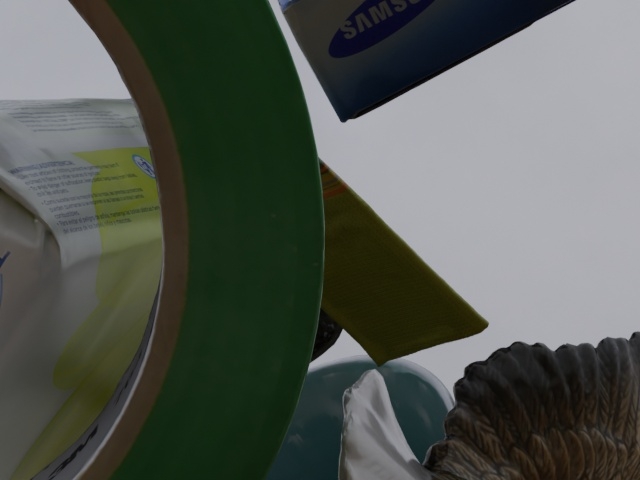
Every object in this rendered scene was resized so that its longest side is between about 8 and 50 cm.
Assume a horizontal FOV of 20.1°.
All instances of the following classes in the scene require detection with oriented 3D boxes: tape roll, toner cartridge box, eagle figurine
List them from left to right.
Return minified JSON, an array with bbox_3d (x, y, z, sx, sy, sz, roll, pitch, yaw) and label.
[{"bbox_3d":[-0.160,-0.003,0.570,0.321,0.321,0.077,-9,7,-4],"label":"tape roll"},{"bbox_3d":[0.093,0.162,0.847,0.298,0.225,0.226,2,-80,-12],"label":"eagle figurine"},{"bbox_3d":[0.137,-0.200,0.961,0.347,0.165,0.075,-28,-65,5],"label":"toner cartridge box"}]

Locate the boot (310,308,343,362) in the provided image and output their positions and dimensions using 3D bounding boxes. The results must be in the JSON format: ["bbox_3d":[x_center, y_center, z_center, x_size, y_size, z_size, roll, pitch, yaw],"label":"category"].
[{"bbox_3d":[-0.082,0.085,1.296,0.208,0.190,0.076,3,-27,45],"label":"boot"}]

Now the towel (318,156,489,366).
[{"bbox_3d":[0.000,0.000,1.172,0.102,0.021,0.237,-18,-51,43],"label":"towel"}]

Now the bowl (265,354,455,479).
[{"bbox_3d":[0.012,0.255,1.362,0.311,0.311,0.163,-26,-60,21],"label":"bowl"}]

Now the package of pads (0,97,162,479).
[{"bbox_3d":[-0.165,0.075,0.738,0.296,0.101,0.229,-55,-13,15],"label":"package of pads"}]
